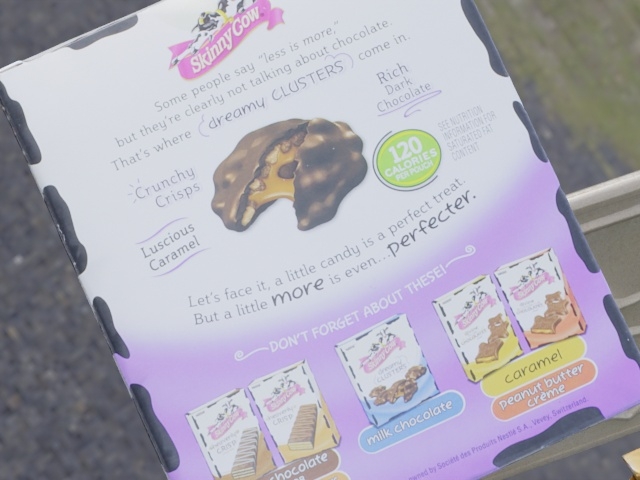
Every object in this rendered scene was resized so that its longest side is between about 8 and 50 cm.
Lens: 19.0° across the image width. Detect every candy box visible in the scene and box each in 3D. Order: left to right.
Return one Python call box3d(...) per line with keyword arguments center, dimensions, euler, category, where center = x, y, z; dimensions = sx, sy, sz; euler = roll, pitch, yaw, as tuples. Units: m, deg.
box3d(center=(0.000, 0.000, 0.679), dimensions=(0.070, 0.165, 0.196), euler=(91, -25, -86), category="candy box")

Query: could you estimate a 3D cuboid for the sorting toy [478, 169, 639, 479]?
box3d(center=(0.133, 0.083, 1.108), dimensions=(0.307, 0.229, 0.041), euler=(79, -15, -46), category="sorting toy")
